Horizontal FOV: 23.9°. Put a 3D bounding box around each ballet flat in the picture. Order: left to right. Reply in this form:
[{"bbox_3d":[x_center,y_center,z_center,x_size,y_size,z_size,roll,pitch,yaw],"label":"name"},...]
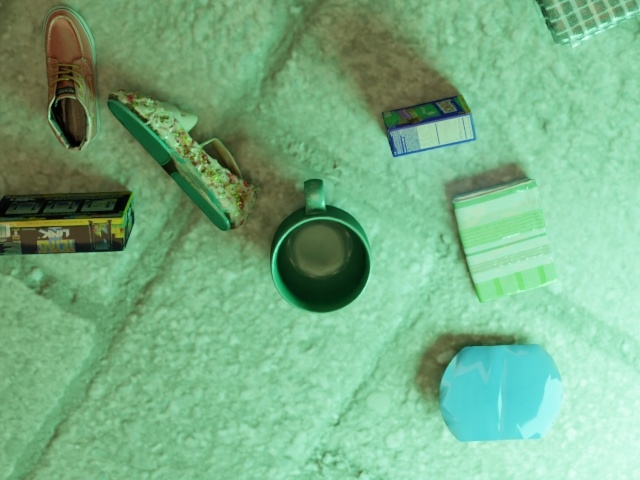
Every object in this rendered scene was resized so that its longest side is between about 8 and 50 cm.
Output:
[{"bbox_3d":[-0.169,-0.115,1.920,0.241,0.091,0.077,49,69,-17],"label":"ballet flat"}]

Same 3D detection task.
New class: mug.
[{"bbox_3d":[0.006,0.007,1.941,0.129,0.097,0.157,26,103,-8],"label":"mug"}]

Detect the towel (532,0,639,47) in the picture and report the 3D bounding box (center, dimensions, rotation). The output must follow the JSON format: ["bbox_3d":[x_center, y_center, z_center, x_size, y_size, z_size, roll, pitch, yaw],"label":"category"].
[{"bbox_3d":[0.341,-0.394,1.821,0.235,0.121,0.283,-25,105,6],"label":"towel"}]

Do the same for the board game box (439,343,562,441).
[{"bbox_3d":[0.240,0.201,2.038,0.169,0.033,0.133,-2,101,-6],"label":"board game box"}]

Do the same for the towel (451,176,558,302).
[{"bbox_3d":[0.242,-0.001,1.987,0.113,0.023,0.152,-14,108,5],"label":"towel"}]

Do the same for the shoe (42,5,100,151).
[{"bbox_3d":[-0.311,-0.200,1.880,0.064,0.081,0.178,-7,106,0],"label":"shoe"}]

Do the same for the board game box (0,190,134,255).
[{"bbox_3d":[-0.324,-0.022,1.900,0.170,0.141,0.048,-2,104,-1],"label":"board game box"}]

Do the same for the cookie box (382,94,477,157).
[{"bbox_3d":[0.136,-0.145,1.903,0.107,0.092,0.040,-12,109,1],"label":"cookie box"}]
